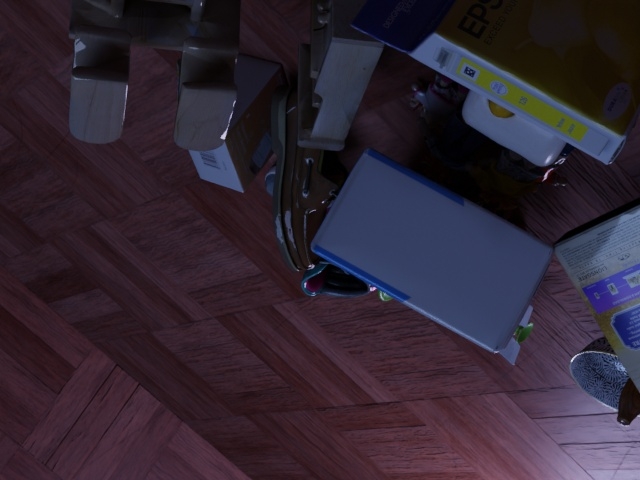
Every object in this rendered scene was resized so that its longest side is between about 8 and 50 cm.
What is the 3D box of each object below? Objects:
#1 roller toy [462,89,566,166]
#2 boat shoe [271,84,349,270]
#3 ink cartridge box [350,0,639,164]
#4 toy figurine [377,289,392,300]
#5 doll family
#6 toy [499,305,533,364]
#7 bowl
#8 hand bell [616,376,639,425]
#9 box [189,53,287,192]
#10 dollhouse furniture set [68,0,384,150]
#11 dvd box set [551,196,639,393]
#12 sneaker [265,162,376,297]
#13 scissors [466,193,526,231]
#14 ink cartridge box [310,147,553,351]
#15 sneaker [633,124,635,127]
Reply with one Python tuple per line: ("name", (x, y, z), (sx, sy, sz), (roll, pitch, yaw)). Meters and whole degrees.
("roller toy", (0.265, -0.199, 1.611), (0.146, 0.209, 0.191), (31, 158, 7))
("boat shoe", (-0.013, -0.091, 2.064), (0.104, 0.111, 0.307), (3, 114, 17))
("ink cartridge box", (0.237, -0.269, 1.415), (0.307, 0.304, 0.072), (31, 149, 4))
("toy figurine", (0.201, 0.059, 2.138), (0.159, 0.130, 0.173), (30, 114, 23))
("doll family", (0.221, -0.121, 1.866), (0.263, 0.118, 0.163), (33, 153, 1))
("toy", (0.263, 0.084, 2.194), (0.237, 0.056, 0.137), (42, 141, 31))
("bowl", (0.497, 0.203, 2.133), (0.170, 0.080, 0.170), (25, 152, 15))
("hand bell", (0.485, 0.169, 1.917), (0.126, 0.242, 0.126), (25, 152, 15))
("box", (-0.127, -0.187, 2.074), (0.091, 0.170, 0.130), (19, 149, 29))
("dollhouse furniture set", (-0.135, -0.278, 1.766), (0.394, 0.362, 0.256), (5, 152, -10))
("dvd box set", (0.539, 0.119, 1.747), (0.307, 0.062, 0.420), (-30, 93, 42))
("sneaker", (0.000, 0.000, 2.227), (0.295, 0.178, 0.124), (28, 151, 15))
("scissors", (0.190, -0.054, 2.111), (0.297, 0.021, 0.109), (12, 147, 33))
("ink cartridge box", (0.173, 0.023, 1.889), (0.285, 0.166, 0.395), (29, -179, 10))
("sneaker", (0.374, -0.171, 1.718), (0.083, 0.032, 0.037), (46, 150, -21))
